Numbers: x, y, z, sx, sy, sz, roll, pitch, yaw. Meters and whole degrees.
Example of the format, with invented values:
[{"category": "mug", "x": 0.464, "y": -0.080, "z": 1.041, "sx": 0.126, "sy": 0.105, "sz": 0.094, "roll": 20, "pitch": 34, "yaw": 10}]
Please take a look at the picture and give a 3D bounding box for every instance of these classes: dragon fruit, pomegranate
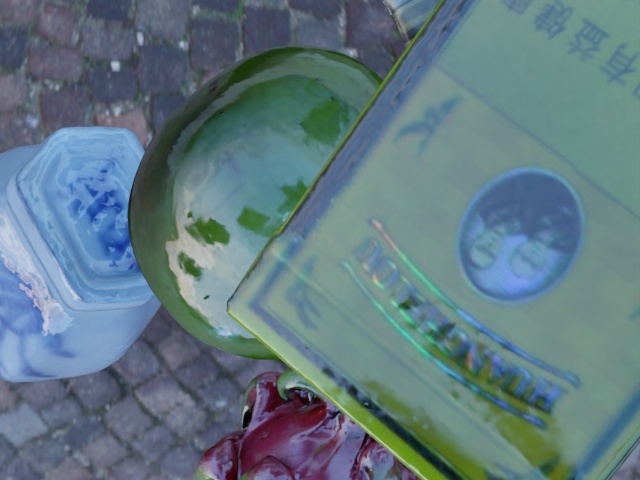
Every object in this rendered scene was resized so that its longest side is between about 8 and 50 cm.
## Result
[{"category": "dragon fruit", "x": 0.000, "y": 0.204, "z": 1.033, "sx": 0.218, "sy": 0.198, "sz": 0.273, "roll": 25, "pitch": 89, "yaw": -15}, {"category": "pomegranate", "x": 0.001, "y": -0.001, "z": 0.680, "sx": 0.225, "sy": 0.187, "sz": 0.187, "roll": 43, "pitch": 106, "yaw": 5}]

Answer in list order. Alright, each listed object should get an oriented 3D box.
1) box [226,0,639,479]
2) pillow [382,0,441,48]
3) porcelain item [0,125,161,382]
[{"category": "box", "x": 0.087, "y": -0.020, "z": 0.399, "sx": 0.141, "sy": 0.064, "sz": 0.220, "roll": 40, "pitch": 105, "yaw": 16}, {"category": "pillow", "x": 0.127, "y": -0.094, "z": 0.781, "sx": 0.113, "sy": 0.038, "sz": 0.203, "roll": -25, "pitch": 94, "yaw": -10}, {"category": "porcelain item", "x": -0.281, "y": 0.026, "z": 1.217, "sx": 0.178, "sy": 0.405, "sz": 0.243, "roll": -29, "pitch": 90, "yaw": -30}]
